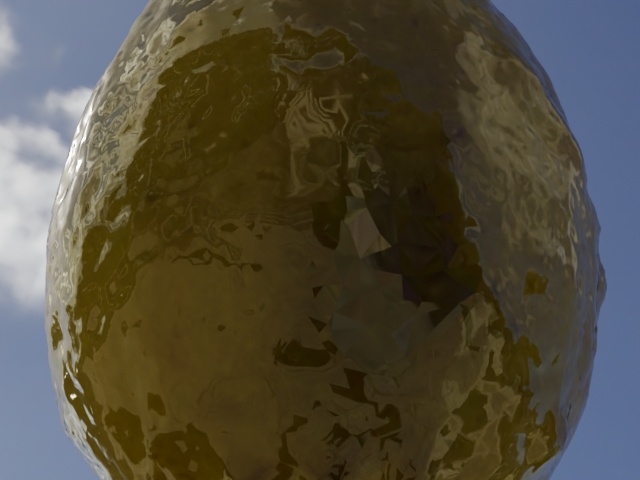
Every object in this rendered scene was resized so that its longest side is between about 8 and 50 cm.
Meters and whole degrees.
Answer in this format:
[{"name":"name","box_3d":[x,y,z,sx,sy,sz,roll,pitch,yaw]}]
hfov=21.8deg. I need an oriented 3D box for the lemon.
[{"name":"lemon","box_3d":[0.000,0.008,0.794,0.285,0.316,0.285,-7,-44,-7]}]
